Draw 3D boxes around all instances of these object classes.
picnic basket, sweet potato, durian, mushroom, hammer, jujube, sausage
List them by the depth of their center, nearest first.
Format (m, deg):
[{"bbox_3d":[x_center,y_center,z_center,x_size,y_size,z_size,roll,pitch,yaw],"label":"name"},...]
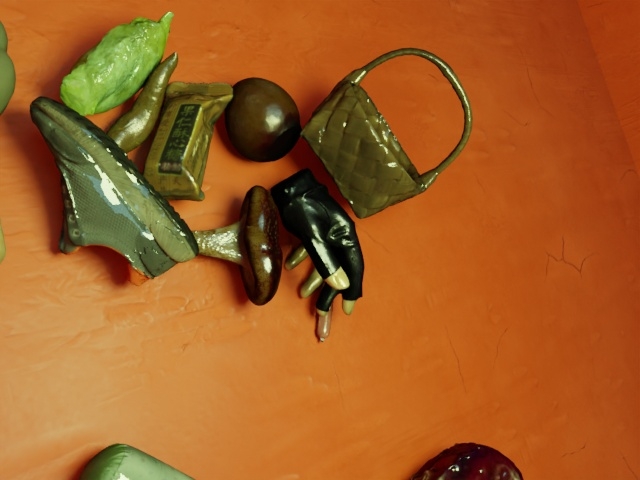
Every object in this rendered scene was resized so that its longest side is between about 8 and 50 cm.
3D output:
[{"bbox_3d":[-0.300,0.474,0.791,0.206,0.119,0.335,37,62,-21],"label":"hammer"},{"bbox_3d":[-0.347,-0.302,0.987,0.101,0.139,0.250,52,52,-20],"label":"durian"},{"bbox_3d":[-0.320,-0.222,1.007,0.059,0.069,0.249,32,84,-2],"label":"sweet potato"},{"bbox_3d":[-0.184,0.013,1.035,0.217,0.148,0.227,-2,66,-20],"label":"mushroom"},{"bbox_3d":[0.259,0.577,1.108,0.258,0.258,0.376,57,44,-8],"label":"jujube"},{"bbox_3d":[0.159,-0.237,1.189,0.293,0.337,0.337,54,51,-12],"label":"picnic basket"},{"bbox_3d":[0.016,0.105,1.200,0.029,0.029,0.223,22,63,-31],"label":"sausage"}]

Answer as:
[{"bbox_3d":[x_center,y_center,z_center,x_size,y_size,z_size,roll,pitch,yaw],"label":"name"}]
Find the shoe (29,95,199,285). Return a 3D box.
[{"bbox_3d":[-0.359,-0.059,0.903,0.171,0.132,0.336,-41,103,-2],"label":"shoe"}]

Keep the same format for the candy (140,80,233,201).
[{"bbox_3d":[-0.245,-0.189,1.044,0.143,0.101,0.271,4,63,8],"label":"candy"}]

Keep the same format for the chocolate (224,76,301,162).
[{"bbox_3d":[-0.124,-0.243,1.130,0.177,0.177,0.177,13,67,-34],"label":"chocolate"}]

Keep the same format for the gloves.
[{"bbox_3d":[0.001,0.009,1.111,0.152,0.197,0.301,-12,101,-5],"label":"gloves"}]

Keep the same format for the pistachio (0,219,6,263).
[{"bbox_3d":[-0.554,-0.014,0.700,0.299,0.187,0.187,15,67,-29],"label":"pistachio"}]

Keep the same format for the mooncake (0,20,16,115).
[{"bbox_3d":[-0.576,-0.258,0.801,0.275,0.135,0.275,17,61,-34],"label":"mooncake"}]
